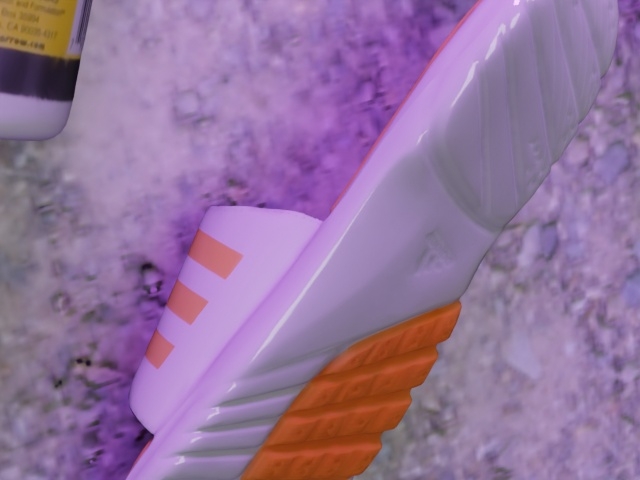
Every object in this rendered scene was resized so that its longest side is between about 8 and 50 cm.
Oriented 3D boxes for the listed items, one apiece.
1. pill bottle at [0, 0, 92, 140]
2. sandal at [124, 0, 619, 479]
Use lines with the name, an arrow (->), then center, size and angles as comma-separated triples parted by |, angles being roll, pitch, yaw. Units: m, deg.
pill bottle -> -0.111, -0.141, 0.418 | 0.119, 0.119, 0.208 | 9, 97, -27
sandal -> 0.006, 0.002, 0.532 | 0.265, 0.076, 0.102 | -54, 142, 7
